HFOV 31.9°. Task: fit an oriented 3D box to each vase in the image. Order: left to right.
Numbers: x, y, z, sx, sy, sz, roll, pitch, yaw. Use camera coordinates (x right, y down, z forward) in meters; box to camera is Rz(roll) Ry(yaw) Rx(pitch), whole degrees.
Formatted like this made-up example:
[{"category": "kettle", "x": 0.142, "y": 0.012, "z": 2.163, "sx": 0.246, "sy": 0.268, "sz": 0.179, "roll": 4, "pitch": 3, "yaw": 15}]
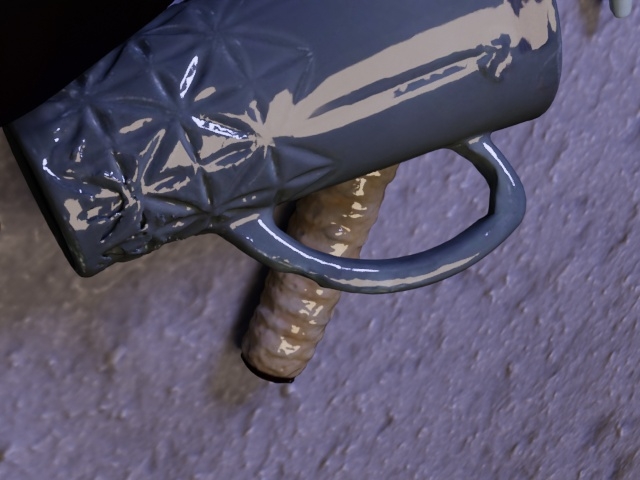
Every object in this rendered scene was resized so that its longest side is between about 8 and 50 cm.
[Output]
[{"category": "vase", "x": -0.012, "y": -0.078, "z": 0.617, "sx": 0.301, "sy": 0.156, "sz": 0.251, "roll": -26, "pitch": 91, "yaw": -15}]

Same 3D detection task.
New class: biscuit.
[{"category": "biscuit", "x": 0.000, "y": 0.000, "z": 0.751, "sx": 0.061, "sy": 0.055, "sz": 0.219, "roll": 12, "pitch": 111, "yaw": -33}]

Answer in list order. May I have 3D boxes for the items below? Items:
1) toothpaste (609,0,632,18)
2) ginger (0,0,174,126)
[{"category": "toothpaste", "x": 0.206, "y": -0.246, "z": 0.766, "sx": 0.049, "sy": 0.031, "sz": 0.204, "roll": -29, "pitch": 131, "yaw": -21}, {"category": "ginger", "x": -0.153, "y": -0.215, "z": 0.364, "sx": 0.358, "sy": 0.211, "sz": 0.413, "roll": -59, "pitch": 174, "yaw": 18}]
